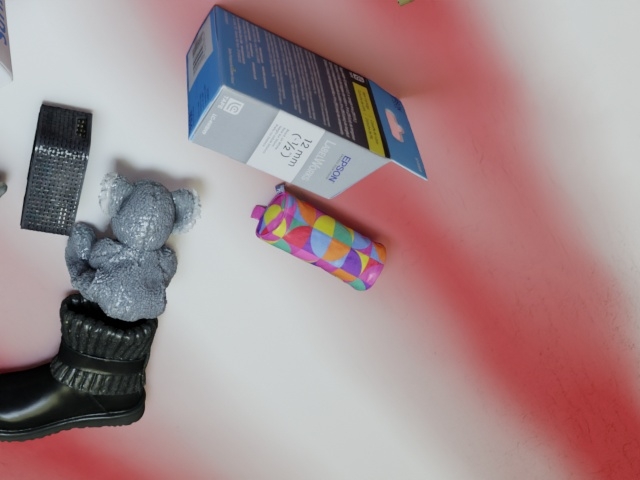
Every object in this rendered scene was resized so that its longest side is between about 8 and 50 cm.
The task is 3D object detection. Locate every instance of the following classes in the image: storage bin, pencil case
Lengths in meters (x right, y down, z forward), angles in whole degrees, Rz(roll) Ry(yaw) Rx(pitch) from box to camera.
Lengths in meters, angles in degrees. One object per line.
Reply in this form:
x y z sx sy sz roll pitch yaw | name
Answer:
-0.417 -0.110 1.889 0.084 0.122 0.180 9 126 -15 | storage bin
0.000 0.000 2.053 0.236 0.104 0.104 30 118 -25 | pencil case

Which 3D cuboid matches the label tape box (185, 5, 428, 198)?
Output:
-0.027 -0.188 1.804 0.347 0.249 0.115 24 120 -24 | label tape box

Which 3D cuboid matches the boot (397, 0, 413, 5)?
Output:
0.200 -0.480 1.721 0.269 0.089 0.236 -22 138 9 | boot

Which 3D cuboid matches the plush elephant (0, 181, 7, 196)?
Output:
-0.636 -0.038 1.860 0.330 0.272 0.255 35 161 5 | plush elephant

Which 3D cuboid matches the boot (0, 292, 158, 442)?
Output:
-0.466 0.218 2.126 0.348 0.131 0.260 -6 136 -17 | boot

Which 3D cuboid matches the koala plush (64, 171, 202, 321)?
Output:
-0.299 -0.002 1.963 0.196 0.203 0.221 16 112 -20 | koala plush

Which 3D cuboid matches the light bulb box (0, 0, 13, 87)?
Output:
-0.643 -0.303 1.512 0.358 0.225 0.361 -26 140 11 | light bulb box
